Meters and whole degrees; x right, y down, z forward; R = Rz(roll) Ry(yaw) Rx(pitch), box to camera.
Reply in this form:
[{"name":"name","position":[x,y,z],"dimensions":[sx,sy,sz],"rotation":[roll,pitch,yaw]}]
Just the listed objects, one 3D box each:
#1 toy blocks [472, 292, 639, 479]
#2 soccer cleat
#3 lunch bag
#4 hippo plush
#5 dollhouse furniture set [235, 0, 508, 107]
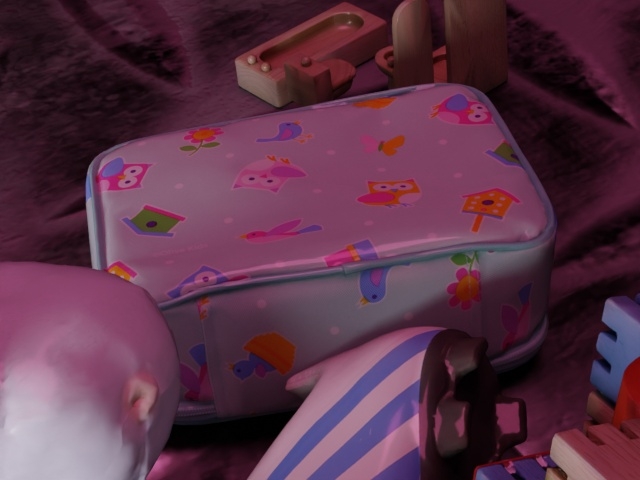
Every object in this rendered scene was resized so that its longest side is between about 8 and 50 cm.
[{"name":"toy blocks","position":[0.224,0.114,0.731],"dimensions":[0.381,0.191,0.261],"rotation":[-7,27,-26]},{"name":"soccer cleat","position":[0.008,0.179,0.771],"dimensions":[0.143,0.116,0.331],"rotation":[-14,35,29]},{"name":"lunch bag","position":[0.000,0.000,0.978],"dimensions":[0.279,0.108,0.224],"rotation":[-9,32,-7]},{"name":"hippo plush","position":[-0.181,0.103,0.730],"dimensions":[0.294,0.237,0.234],"rotation":[-3,27,-18]},{"name":"dollhouse furniture set","position":[0.033,-0.168,1.175],"dimensions":[0.144,0.123,0.151],"rotation":[-31,44,-28]}]
